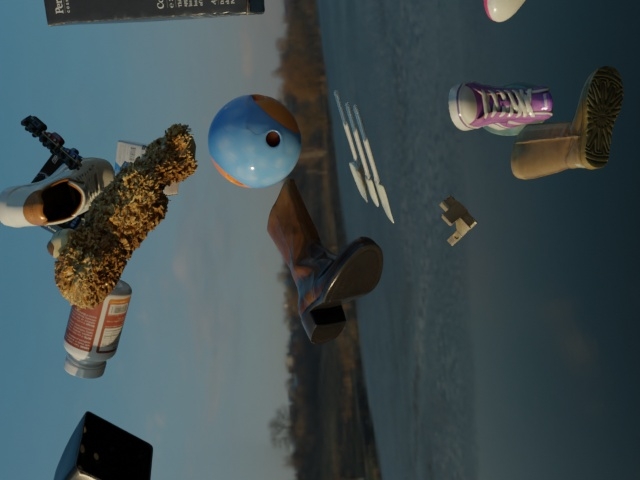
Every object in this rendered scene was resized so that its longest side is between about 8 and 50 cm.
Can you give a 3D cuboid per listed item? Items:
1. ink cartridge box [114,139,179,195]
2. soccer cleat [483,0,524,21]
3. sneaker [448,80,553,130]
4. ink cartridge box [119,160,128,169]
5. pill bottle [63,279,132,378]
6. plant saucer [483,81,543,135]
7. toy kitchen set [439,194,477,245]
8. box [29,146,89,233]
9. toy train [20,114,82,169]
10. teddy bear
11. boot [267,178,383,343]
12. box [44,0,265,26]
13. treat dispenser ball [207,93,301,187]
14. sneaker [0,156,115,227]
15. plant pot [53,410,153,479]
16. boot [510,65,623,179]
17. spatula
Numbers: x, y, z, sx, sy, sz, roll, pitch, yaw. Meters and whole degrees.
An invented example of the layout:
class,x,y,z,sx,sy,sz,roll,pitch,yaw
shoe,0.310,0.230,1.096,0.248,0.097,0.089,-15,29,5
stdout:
class,x,y,z,sx,sy,sz,roll,pitch,yaw
ink cartridge box,-0.523,-0.220,2.488,0.082,0.191,0.139,-14,-65,-68
soccer cleat,0.396,-0.547,1.482,0.116,0.143,0.331,36,-108,-50
sneaker,0.392,-0.292,1.722,0.282,0.161,0.102,-10,-86,-49
ink cartridge box,-0.469,-0.163,2.133,0.063,0.029,0.115,32,-176,-45
pill bottle,-0.505,0.193,1.840,0.121,0.121,0.216,-92,20,-77
plant saucer,0.506,-0.360,2.167,0.037,0.195,0.195,63,-163,-50
toy kitchen set,0.278,-0.037,1.790,0.083,0.068,0.075,48,139,9
box,-0.598,-0.108,1.932,0.180,0.147,0.077,-61,2,-24
toy train,-0.499,-0.184,1.536,0.158,0.036,0.027,40,165,17
teddy bear,-0.317,-0.054,1.302,0.113,0.338,0.245,42,170,-24
boot,0.000,0.000,1.461,0.264,0.096,0.280,110,146,-49
box,-0.260,-0.511,1.250,0.179,0.313,0.343,-76,-16,-73
treat dispenser ball,-0.201,-0.303,2.518,0.288,0.288,0.288,-6,-90,-89
sneaker,-0.464,-0.086,1.563,0.290,0.123,0.106,-41,-51,-57
plant pot,-0.507,0.538,1.856,0.187,0.167,0.188,35,-163,-23
boot,0.543,-0.261,1.856,0.269,0.089,0.236,5,79,69
spatula,0.075,-0.162,1.565,0.168,0.019,0.242,-124,12,-61
